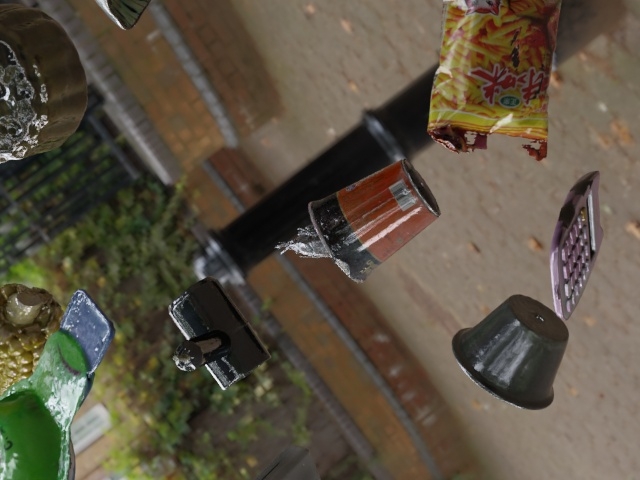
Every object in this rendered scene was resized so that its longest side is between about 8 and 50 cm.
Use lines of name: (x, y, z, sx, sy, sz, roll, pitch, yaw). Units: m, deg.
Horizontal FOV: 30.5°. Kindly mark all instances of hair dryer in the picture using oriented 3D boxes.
hair dryer: (-0.133, 0.112, 1.314, 0.124, 0.071, 0.219, 53, -170, 3)

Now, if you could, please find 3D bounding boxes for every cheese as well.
cheese: (-0.296, 0.205, 1.211, 0.083, 0.320, 0.204, 21, -167, -41)

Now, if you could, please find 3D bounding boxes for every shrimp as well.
shrimp: (0.000, 0.000, 1.818, 0.165, 0.065, 0.056, 1, 119, 32)

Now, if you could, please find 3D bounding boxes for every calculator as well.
calculator: (0.454, 0.011, 2.108, 0.043, 0.294, 0.194, 6, 127, 25)

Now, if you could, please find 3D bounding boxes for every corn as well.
corn: (-0.419, 0.174, 1.525, 0.130, 0.130, 0.347, 51, 135, 19)

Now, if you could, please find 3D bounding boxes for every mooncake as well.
mooncake: (-0.582, -0.290, 2.169, 0.290, 0.290, 0.161, 53, -149, -1)

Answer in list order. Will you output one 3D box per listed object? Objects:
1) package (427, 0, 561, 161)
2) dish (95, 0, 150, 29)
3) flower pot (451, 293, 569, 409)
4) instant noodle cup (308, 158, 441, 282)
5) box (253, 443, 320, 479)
package: (0.254, -0.263, 1.668, 0.223, 0.288, 0.108, 4, -170, -30)
dish: (-0.300, -0.406, 1.717, 0.066, 0.191, 0.191, 12, 163, 12)
flower pot: (0.396, 0.204, 2.324, 0.235, 0.148, 0.235, 25, -154, -13)
instant noodle cup: (0.073, -0.032, 1.487, 0.127, 0.135, 0.127, 51, -164, -20)
box: (-0.103, 0.510, 2.297, 0.055, 0.243, 0.103, 10, 130, 42)
